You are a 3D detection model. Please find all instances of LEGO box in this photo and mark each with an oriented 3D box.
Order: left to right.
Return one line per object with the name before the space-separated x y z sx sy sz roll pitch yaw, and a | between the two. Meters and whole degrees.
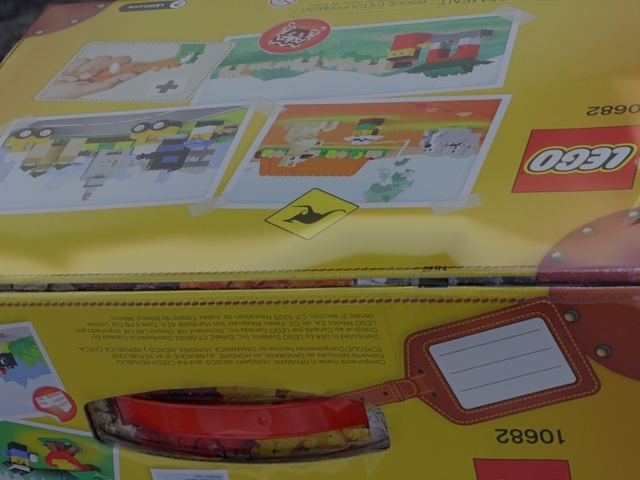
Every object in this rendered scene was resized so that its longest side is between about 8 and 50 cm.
LEGO box | 0.000 0.000 1.144 0.500 0.193 0.372 -1 34 20
